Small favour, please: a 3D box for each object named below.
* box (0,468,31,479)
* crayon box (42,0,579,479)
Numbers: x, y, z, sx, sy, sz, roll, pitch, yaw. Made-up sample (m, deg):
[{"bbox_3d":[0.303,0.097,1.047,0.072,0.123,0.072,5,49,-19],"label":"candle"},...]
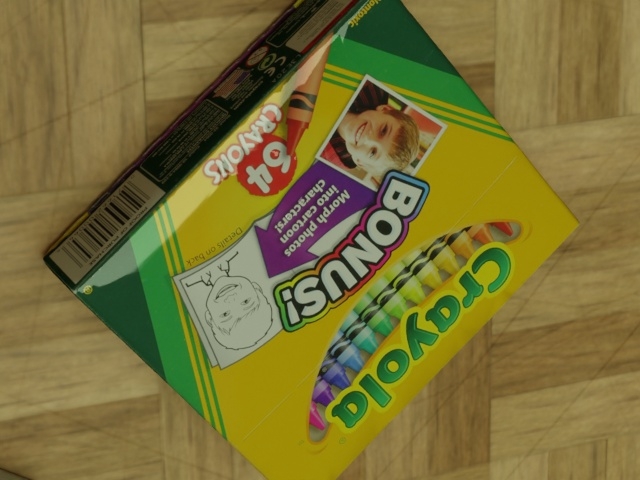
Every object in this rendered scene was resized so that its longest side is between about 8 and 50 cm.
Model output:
[{"bbox_3d":[-0.318,0.274,1.574,0.130,0.091,0.170,27,94,-28],"label":"box"},{"bbox_3d":[0.000,0.000,1.622,0.363,0.106,0.313,-46,119,-5],"label":"crayon box"}]
